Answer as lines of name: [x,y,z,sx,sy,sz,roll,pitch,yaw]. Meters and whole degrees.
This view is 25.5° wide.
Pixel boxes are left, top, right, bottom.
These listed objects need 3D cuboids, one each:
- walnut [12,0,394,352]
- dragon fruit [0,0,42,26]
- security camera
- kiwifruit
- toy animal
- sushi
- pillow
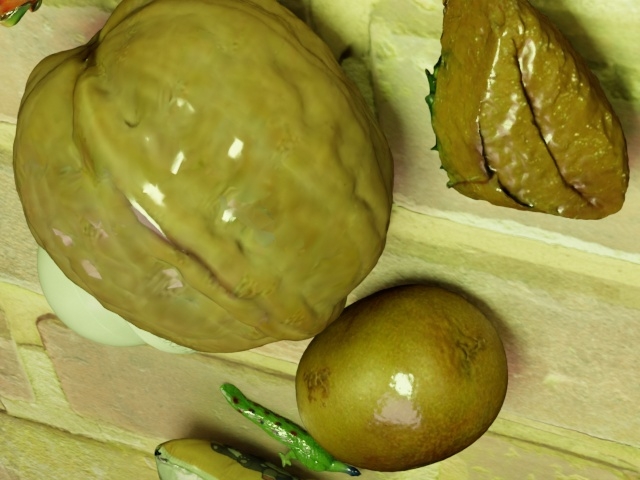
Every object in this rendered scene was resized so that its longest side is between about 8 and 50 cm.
walnut: [-0.093,-0.052,1.245,0.306,0.306,0.344,-17,121,46]
dragon fruit: [-0.294,-0.236,1.301,0.081,0.086,0.116,40,134,-11]
security camera: [-0.195,0.028,1.509,0.236,0.194,0.194,-6,135,44]
kiwifruit: [0.078,0.147,1.480,0.196,0.196,0.234,43,139,-23]
toy animal: [-0.048,0.259,1.856,0.217,0.041,0.075,33,149,-2]
sushi: [0.150,-0.105,1.151,0.149,0.140,0.287,-36,119,12]
pillow: [-0.090,0.359,1.914,0.310,0.119,0.312,24,165,2]
